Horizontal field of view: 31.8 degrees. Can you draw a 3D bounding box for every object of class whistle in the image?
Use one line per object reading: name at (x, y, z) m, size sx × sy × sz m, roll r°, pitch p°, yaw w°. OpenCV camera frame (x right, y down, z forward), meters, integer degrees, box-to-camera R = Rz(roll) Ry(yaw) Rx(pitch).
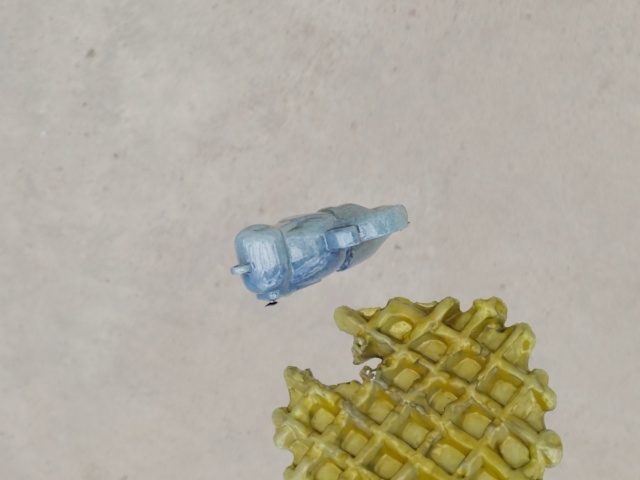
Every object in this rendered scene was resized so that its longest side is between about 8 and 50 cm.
whistle at (0.000, 0.000, 1.312) m, size 0.180 × 0.269 × 0.093 m, roll -7°, pitch 102°, yaw 47°

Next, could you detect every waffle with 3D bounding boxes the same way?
waffle at (0.083, 0.168, 1.012) m, size 0.261 × 0.249 × 0.056 m, roll -8°, pitch 152°, yaw 8°
